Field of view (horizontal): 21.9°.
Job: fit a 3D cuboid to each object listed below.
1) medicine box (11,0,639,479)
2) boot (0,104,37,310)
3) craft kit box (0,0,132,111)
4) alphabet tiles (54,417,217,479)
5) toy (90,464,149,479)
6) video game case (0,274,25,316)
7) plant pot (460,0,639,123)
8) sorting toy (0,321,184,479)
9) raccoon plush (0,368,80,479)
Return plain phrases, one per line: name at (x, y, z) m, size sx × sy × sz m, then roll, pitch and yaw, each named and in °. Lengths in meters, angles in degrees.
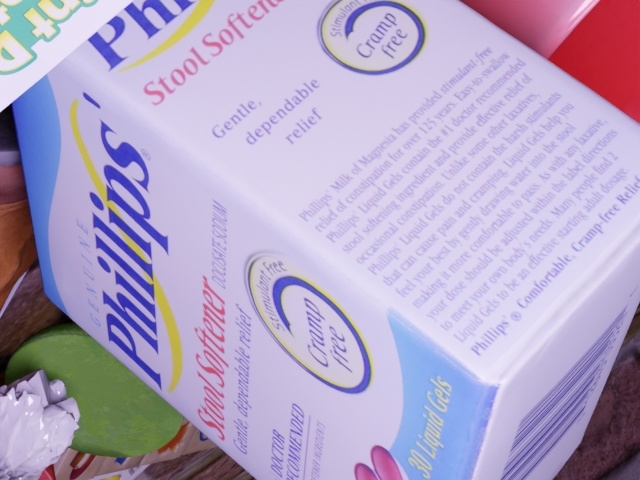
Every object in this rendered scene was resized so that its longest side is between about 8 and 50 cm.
medicine box at (0.000, 0.000, 0.810) m, size 0.149 × 0.289 × 0.263 m, roll -43°, pitch 159°, yaw -26°
boot at (-0.243, 0.010, 0.945) m, size 0.280 × 0.096 × 0.264 m, roll -49°, pitch 169°, yaw 23°
craft kit box at (-0.151, -0.165, 0.604) m, size 0.250 × 0.061 × 0.246 m, roll -40°, pitch 141°, yaw 3°
alphabet tiles at (-0.101, 0.087, 1.429) m, size 0.342 × 0.011 × 0.285 m, roll -6°, pitch 131°, yaw -54°
toy at (-0.222, 0.175, 1.439) m, size 0.137 × 0.056 × 0.237 m, roll -41°, pitch 152°, yaw -15°
video game case at (-0.332, 0.090, 1.075) m, size 0.285 × 0.025 × 0.204 m, roll -19°, pitch 154°, yaw -46°
plant pot at (0.112, -0.194, 0.891) m, size 0.275 × 0.243 × 0.275 m, roll -34°, pitch 162°, yaw -13°
sorting toy at (-0.163, 0.082, 1.195) m, size 0.365 × 0.127 × 0.126 m, roll -37°, pitch -153°, yaw 36°
raccoon plush at (-0.314, 0.316, 1.084) m, size 0.446 × 0.299 × 0.216 m, roll -29°, pitch 175°, yaw 22°
